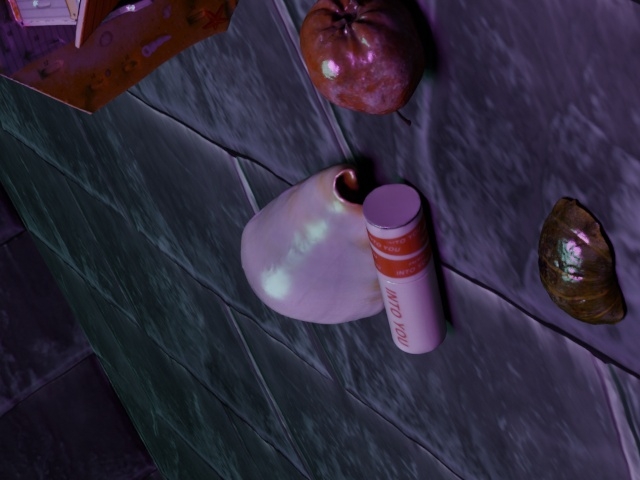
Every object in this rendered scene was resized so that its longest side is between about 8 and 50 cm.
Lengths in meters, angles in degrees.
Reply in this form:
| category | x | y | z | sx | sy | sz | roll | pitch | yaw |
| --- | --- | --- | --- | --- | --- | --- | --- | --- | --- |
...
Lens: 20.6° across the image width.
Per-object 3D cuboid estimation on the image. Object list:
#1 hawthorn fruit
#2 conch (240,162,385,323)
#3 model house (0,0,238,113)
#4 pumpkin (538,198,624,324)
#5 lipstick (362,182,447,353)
| category | x | y | z | sx | sy | sz | roll | pitch | yaw |
| --- | --- | --- | --- | --- | --- | --- | --- | --- | --- |
| hawthorn fruit | 0.028 | -0.091 | 0.965 | 0.067 | 0.067 | 0.103 | 45 | 165 | 38 |
| conch | 0.010 | -0.002 | 1.208 | 0.176 | 0.094 | 0.104 | -45 | 62 | 48 |
| model house | -0.074 | -0.184 | 0.926 | 0.136 | 0.219 | 0.207 | 5 | 119 | 47 |
| pumpkin | 0.130 | 0.016 | 0.921 | 0.050 | 0.028 | 0.083 | 43 | 155 | 48 |
| lipstick | 0.055 | 0.020 | 1.139 | 0.038 | 0.038 | 0.130 | 45 | 161 | 39 |
